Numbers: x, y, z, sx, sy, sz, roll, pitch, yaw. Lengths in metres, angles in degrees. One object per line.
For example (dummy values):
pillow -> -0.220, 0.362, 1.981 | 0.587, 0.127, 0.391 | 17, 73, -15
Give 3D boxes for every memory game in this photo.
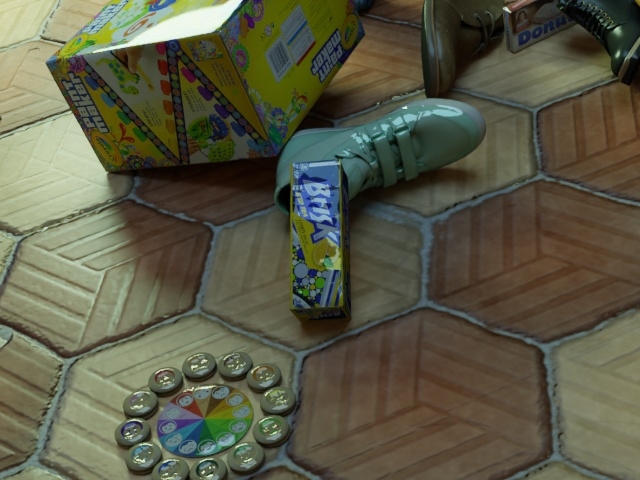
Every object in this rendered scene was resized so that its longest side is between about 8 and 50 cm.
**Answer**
memory game -> -0.115, 0.176, 1.225 | 0.186, 0.012, 0.186 | -7, 38, 6

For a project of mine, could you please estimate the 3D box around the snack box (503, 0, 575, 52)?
snack box -> 0.330, -0.324, 1.695 | 0.178, 0.064, 0.022 | -27, 40, -19

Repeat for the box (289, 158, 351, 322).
box -> 0.000, 0.000, 1.320 | 0.059, 0.054, 0.168 | -4, 70, 10

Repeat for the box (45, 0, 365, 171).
box -> -0.141, -0.250, 1.585 | 0.279, 0.177, 0.290 | -2, 37, 33

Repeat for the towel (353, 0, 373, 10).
towel -> 0.023, -0.370, 1.858 | 0.119, 0.029, 0.067 | 6, 44, 20

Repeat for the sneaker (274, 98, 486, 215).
sneaker -> 0.068, -0.082, 1.432 | 0.256, 0.094, 0.151 | -11, 31, 16

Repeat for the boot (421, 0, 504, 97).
boot -> 0.194, -0.292, 1.666 | 0.115, 0.112, 0.305 | 7, 39, 6

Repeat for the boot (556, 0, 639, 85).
boot -> 0.359, -0.275, 1.588 | 0.137, 0.077, 0.198 | 24, 32, 5

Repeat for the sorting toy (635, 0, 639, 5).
sorting toy -> 0.581, -0.325, 1.597 | 0.348, 0.047, 0.196 | -5, 43, 3
